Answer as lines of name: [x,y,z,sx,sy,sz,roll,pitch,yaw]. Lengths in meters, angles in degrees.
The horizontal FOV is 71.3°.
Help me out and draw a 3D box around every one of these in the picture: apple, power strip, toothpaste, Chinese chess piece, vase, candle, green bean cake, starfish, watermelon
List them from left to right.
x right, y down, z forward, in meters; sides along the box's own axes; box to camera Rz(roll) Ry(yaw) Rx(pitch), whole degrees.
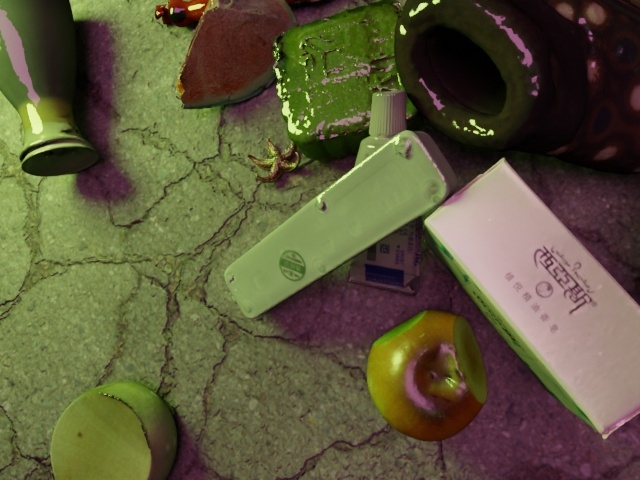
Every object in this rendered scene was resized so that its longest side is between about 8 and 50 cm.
vase: [-0.484,-0.278,0.760,0.174,0.173,0.320,-21,82,8]
Chinese chess piece: [-0.313,0.313,0.683,0.189,0.083,0.188,-1,85,13]
watermelon: [-0.131,-0.313,0.730,0.146,0.128,0.231,21,121,-22]
candle: [-0.126,-0.409,0.762,0.330,0.048,0.051,-5,73,10]
starfish: [-0.075,-0.130,0.723,0.091,0.028,0.078,5,77,14]
power strip: [0.000,0.000,0.599,0.385,0.062,0.091,-35,82,34]
green bean cake: [0.045,-0.236,0.671,0.215,0.113,0.200,-11,79,9]
toothpaste: [0.090,-0.057,0.609,0.099,0.069,0.282,29,128,50]
apple: [0.142,0.174,0.576,0.163,0.147,0.146,-32,78,4]

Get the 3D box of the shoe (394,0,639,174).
shoe: [0.273,-0.187,0.541,0.384,0.171,0.237,41,63,2]

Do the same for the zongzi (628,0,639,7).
zongzi: [0.427,-0.255,0.596,0.290,0.154,0.317,2,97,21]

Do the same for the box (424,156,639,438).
box: [0.252,0.061,0.542,0.116,0.203,0.274,-38,78,5]
